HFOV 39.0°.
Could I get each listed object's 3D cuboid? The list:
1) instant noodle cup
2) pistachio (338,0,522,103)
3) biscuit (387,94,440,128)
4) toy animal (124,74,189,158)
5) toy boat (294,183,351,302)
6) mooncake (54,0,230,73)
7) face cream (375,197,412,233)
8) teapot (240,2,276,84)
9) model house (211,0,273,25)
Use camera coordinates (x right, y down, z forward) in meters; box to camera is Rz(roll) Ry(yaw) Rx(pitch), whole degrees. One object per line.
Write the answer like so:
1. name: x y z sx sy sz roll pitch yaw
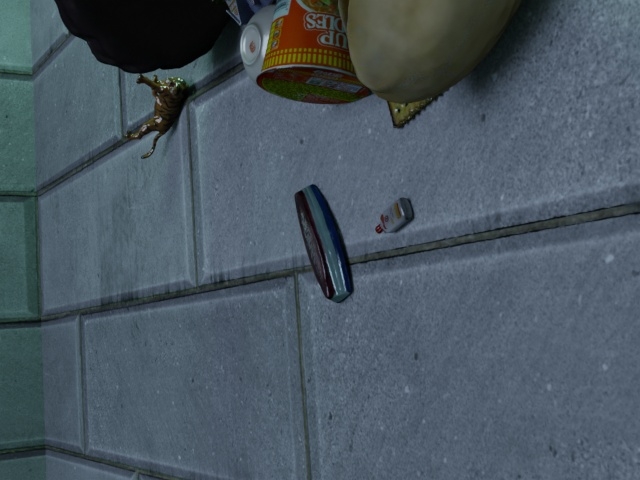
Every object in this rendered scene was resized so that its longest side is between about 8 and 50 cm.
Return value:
1. instant noodle cup: -0.005 -0.352 1.488 0.193 0.193 0.212 -9 74 57
2. pistachio: 0.144 -0.336 1.174 0.229 0.238 0.321 -90 24 -51
3. biscuit: 0.152 -0.273 1.368 0.203 0.016 0.144 -41 57 51
4. toy animal: -0.381 -0.301 2.164 0.116 0.114 0.255 28 129 7
5. toy boat: 0.000 0.000 1.590 0.080 0.046 0.229 -47 54 51
6. mooncake: -0.357 -0.522 1.852 0.212 0.381 0.350 19 118 63
7. face cream: 0.113 -0.034 1.427 0.083 0.021 0.040 -42 55 50
8. teapot: -0.078 -0.358 1.669 0.245 0.116 0.159 10 88 52
9. model house: -0.121 -0.470 1.736 0.167 0.117 0.088 -38 75 50
